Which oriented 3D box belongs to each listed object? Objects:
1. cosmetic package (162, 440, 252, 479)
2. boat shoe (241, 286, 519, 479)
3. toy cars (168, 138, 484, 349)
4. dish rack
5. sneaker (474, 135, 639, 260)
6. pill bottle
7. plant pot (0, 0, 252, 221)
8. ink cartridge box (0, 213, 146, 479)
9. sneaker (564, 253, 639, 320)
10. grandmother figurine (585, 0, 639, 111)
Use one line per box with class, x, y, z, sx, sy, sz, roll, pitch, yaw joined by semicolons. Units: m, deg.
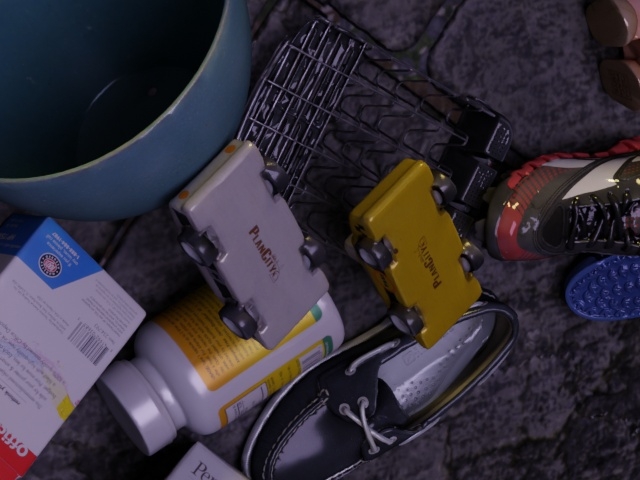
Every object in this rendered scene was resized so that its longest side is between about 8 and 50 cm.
cosmetic package;-0.109;0.294;1.711;0.151;0.151;0.183;38;83;0
boat shoe;0.058;0.145;1.821;0.302;0.091;0.114;-42;117;-12
toy cars;0.000;0.000;1.637;0.394;0.087;0.176;4;108;-47
dish rack;0.040;-0.078;1.773;0.272;0.074;0.208;26;88;-28
sneaker;0.275;-0.032;1.832;0.276;0.135;0.097;-14;116;-37
pill bottle;-0.093;0.101;1.720;0.208;0.117;0.117;-34;115;-16
plant pot;-0.176;-0.130;1.560;0.290;0.290;0.195;-49;148;-9
ink cartridge box;-0.274;0.105;1.629;0.134;0.078;0.231;48;68;-27
sneaker;0.353;0.009;1.952;0.232;0.090;0.081;-20;113;1
grandmother figurine;0.439;-0.237;1.921;0.342;0.104;0.207;-24;121;-17
